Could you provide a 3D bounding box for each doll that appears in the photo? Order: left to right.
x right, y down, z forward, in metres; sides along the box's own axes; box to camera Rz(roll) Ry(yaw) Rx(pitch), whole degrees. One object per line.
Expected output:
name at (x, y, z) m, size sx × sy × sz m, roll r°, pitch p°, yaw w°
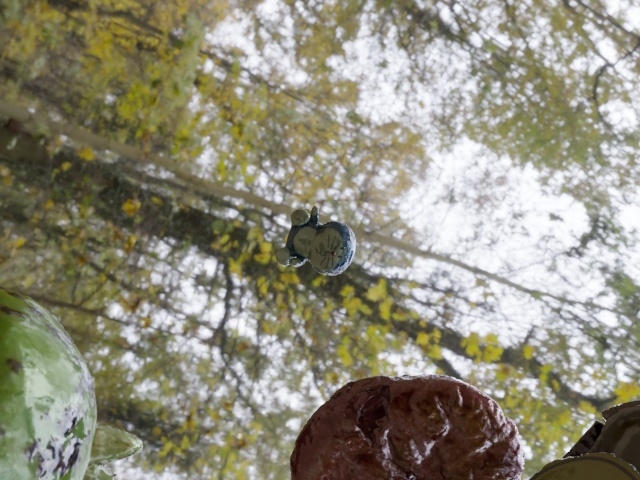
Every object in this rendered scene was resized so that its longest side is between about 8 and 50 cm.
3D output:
doll at (0.000, 0.000, 0.937) m, size 0.050 × 0.083 × 0.076 m, roll -53°, pitch 162°, yaw -70°

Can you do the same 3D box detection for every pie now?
pie at (0.053, 0.150, 0.527) m, size 0.154 × 0.154 × 0.036 m, roll -61°, pitch -170°, yaw 12°

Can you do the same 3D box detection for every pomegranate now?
pomegranate at (-0.248, 0.142, 0.600) m, size 0.211 × 0.263 × 0.211 m, roll -10°, pitch -114°, yaw 23°

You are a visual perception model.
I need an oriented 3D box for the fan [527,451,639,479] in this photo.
fan at (0.230, 0.306, 0.723) m, size 0.229 × 0.011 × 0.335 m, roll -55°, pitch -160°, yaw -1°

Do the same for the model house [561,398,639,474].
model house at (0.578, 0.328, 1.282) m, size 0.297 × 0.282 × 0.317 m, roll 33°, pitch -85°, yaw 29°
